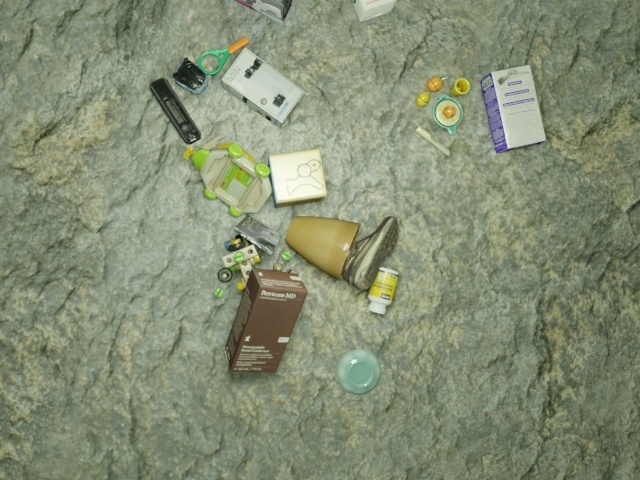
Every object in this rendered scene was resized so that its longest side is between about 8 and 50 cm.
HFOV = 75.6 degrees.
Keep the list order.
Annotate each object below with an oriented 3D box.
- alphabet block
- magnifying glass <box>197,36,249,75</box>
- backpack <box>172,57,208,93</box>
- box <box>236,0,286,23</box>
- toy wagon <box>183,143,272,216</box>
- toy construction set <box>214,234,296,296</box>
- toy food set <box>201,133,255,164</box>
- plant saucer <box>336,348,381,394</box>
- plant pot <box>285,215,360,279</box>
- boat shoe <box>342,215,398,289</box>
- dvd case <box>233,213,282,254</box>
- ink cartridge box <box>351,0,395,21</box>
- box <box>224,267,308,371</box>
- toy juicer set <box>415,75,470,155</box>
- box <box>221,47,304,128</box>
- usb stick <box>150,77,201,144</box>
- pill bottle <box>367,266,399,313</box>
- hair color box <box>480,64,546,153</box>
[{"bbox_3d":[-0.096,-0.241,1.625,0.197,0.193,0.192,-9,92,-8],"label":"alphabet block"},{"bbox_3d":[-0.393,-0.755,1.677,0.231,0.026,0.092,-36,94,-5],"label":"magnifying glass"},{"bbox_3d":[-0.503,-0.636,1.626,0.114,0.084,0.105,33,85,-1],"label":"backpack"},{"bbox_3d":[-0.233,-1.003,1.632,0.247,0.163,0.142,25,89,-7],"label":"box"},{"bbox_3d":[-0.352,-0.249,1.567,0.344,0.267,0.068,36,41,-10],"label":"toy wagon"},{"bbox_3d":[-0.244,0.101,1.575,0.309,0.237,0.257,4,88,-9],"label":"toy construction set"},{"bbox_3d":[-0.359,-0.318,1.657,0.218,0.071,0.128,40,60,-8],"label":"toy food set"},{"bbox_3d":[0.166,0.555,1.728,0.195,0.037,0.195,0,89,-9],"label":"plant saucer"},{"bbox_3d":[0.000,0.000,1.636,0.254,0.237,0.237,22,86,8],"label":"plant pot"},{"bbox_3d":[0.201,0.031,1.682,0.130,0.132,0.355,16,58,34],"label":"boat shoe"},{"bbox_3d":[-0.235,-0.031,1.591,0.164,0.221,0.018,34,106,-6],"label":"dvd case"},{"bbox_3d":[0.204,-1.063,1.731,0.160,0.092,0.219,-23,92,-7],"label":"ink cartridge box"},{"bbox_3d":[-0.207,0.303,1.536,0.191,0.143,0.381,10,111,-28],"label":"box"},{"bbox_3d":[0.508,-0.554,1.768,0.209,0.089,0.329,14,88,-8],"label":"toy juicer set"},{"bbox_3d":[-0.231,-0.609,1.664,0.290,0.087,0.169,36,84,-6],"label":"box"},{"bbox_3d":[-0.573,-0.513,1.635,0.077,0.045,0.278,-33,94,-14],"label":"usb stick"},{"bbox_3d":[0.255,0.207,1.712,0.103,0.103,0.184,15,87,-8],"label":"pill bottle"},{"bbox_3d":[0.842,-0.572,1.808,0.185,0.110,0.339,-13,93,-7],"label":"hair color box"}]
